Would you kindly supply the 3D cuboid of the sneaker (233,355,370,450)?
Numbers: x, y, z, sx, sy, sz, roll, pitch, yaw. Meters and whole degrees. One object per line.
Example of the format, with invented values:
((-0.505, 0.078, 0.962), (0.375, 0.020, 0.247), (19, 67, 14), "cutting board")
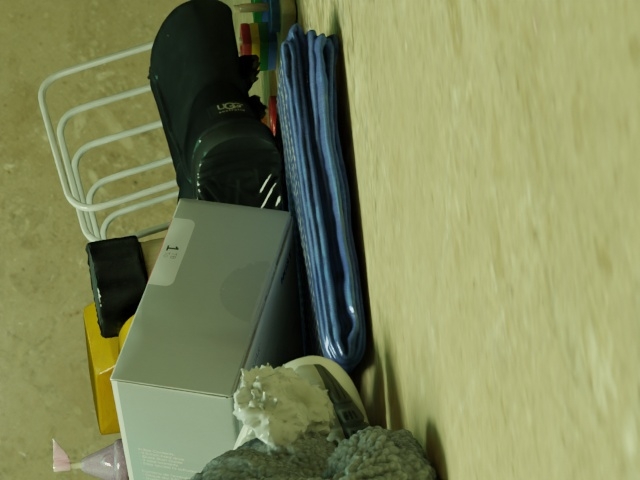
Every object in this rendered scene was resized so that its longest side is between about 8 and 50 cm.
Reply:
((-0.014, 0.174, 1.279), (0.297, 0.111, 0.129), (92, 177, -47), "sneaker")

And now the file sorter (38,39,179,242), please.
((-0.161, -0.048, 1.893), (0.277, 0.173, 0.192), (76, 175, -57), "file sorter")

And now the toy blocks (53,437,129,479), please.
((-0.150, 0.342, 2.015), (0.309, 0.260, 0.288), (-144, 48, -83), "toy blocks")

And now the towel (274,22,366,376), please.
((0.000, 0.000, 1.376), (0.336, 0.040, 0.243), (101, 162, -78), "towel")

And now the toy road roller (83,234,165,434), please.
((-0.113, 0.142, 1.783), (0.329, 0.203, 0.240), (98, 161, -59), "toy road roller")

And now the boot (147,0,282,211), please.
((-0.086, -0.052, 1.519), (0.207, 0.094, 0.246), (-107, 17, -50), "boot")

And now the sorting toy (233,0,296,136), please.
((-0.053, -0.226, 1.633), (0.132, 0.046, 0.274), (96, 168, -63), "sorting toy")

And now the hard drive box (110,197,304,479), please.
((-0.075, 0.115, 1.359), (0.232, 0.089, 0.181), (88, -166, -45), "hard drive box")

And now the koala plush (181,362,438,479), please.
((-0.026, 0.175, 1.063), (0.221, 0.203, 0.196), (-72, -19, -72), "koala plush")

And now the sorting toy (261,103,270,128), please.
((-0.058, -0.095, 1.878), (0.083, 0.045, 0.075), (-126, 13, -80), "sorting toy")
